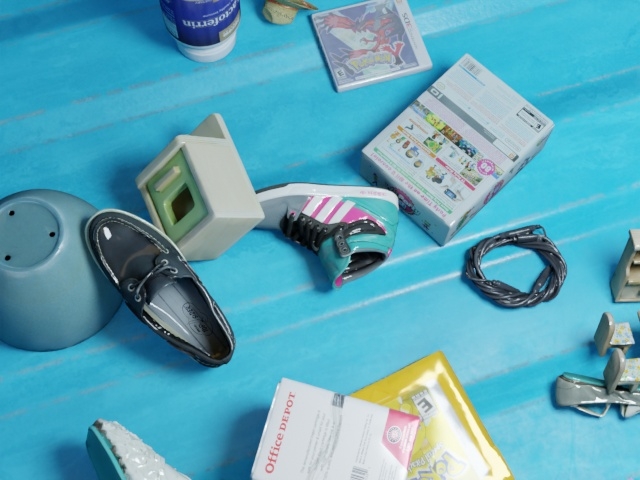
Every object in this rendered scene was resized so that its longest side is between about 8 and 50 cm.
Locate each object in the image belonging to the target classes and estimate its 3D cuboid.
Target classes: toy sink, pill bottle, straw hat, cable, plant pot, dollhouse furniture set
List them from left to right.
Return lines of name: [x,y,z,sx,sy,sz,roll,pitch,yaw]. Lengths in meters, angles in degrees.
plant pot: [-0.488,0.025,1.692,0.290,0.195,0.290,1,68,-2]
toy sink: [-0.229,-0.101,1.749,0.131,0.153,0.234,0,60,-49]
pill bottle: [-0.229,-0.459,1.859,0.153,0.265,0.153,0,69,-1]
straw hat: [-0.081,-0.466,1.972,0.144,0.144,0.061,27,110,9]
cable: [0.354,0.054,1.794,0.184,0.047,0.150,-15,74,-10]
dollhouse furniture set: [0.588,0.121,1.671,0.212,0.161,0.242,-2,51,-3]

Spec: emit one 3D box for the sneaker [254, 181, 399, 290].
sneaker: [0.000,0.000,1.763,0.295,0.124,0.178,-1,59,-3]

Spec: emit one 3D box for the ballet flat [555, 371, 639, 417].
ballet flat: [0.512,0.274,1.703,0.213,0.072,0.068,6,95,2]

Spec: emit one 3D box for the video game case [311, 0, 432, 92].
video game case: [0.102,-0.401,1.976,0.201,0.023,0.183,-15,69,-8]

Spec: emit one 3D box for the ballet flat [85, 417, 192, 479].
ballet flat: [-0.243,0.463,1.575,0.147,0.147,0.409,-25,75,-11]

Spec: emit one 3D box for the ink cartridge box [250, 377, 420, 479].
ink cartridge box: [0.023,0.342,1.580,0.237,0.100,0.172,15,69,3]

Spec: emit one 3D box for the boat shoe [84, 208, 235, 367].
boat shoe: [-0.261,0.087,1.638,0.127,0.113,0.340,-37,105,-9]

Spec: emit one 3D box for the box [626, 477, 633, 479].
box: [0.356,0.482,1.532,0.293,0.201,0.057,-28,71,-12]

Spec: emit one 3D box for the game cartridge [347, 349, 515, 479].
game cartridge: [0.159,0.385,1.646,0.285,0.053,0.324,-25,70,-11]

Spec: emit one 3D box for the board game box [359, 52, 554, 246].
board game box: [0.255,-0.174,1.851,0.224,0.097,0.303,42,71,15]
